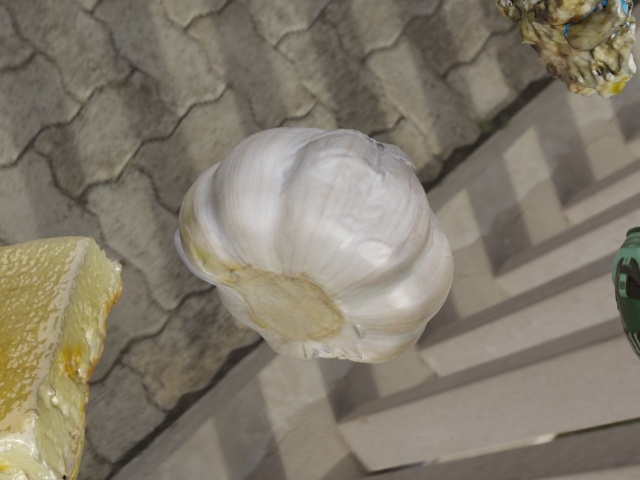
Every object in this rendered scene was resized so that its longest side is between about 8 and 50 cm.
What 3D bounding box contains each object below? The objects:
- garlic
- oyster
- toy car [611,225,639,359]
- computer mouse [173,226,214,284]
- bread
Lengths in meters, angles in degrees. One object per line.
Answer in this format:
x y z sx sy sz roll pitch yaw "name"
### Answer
0.002 -0.002 1.022 0.228 0.228 0.152 28 47 -11 "garlic"
0.244 -0.230 1.254 0.083 0.214 0.223 -29 112 -5 "oyster"
0.418 0.119 1.326 0.125 0.136 0.306 -42 95 -7 "toy car"
-0.152 0.021 1.594 0.096 0.039 0.066 50 23 -10 "computer mouse"
-0.324 0.129 1.300 0.184 0.114 0.275 -7 50 17 "bread"
